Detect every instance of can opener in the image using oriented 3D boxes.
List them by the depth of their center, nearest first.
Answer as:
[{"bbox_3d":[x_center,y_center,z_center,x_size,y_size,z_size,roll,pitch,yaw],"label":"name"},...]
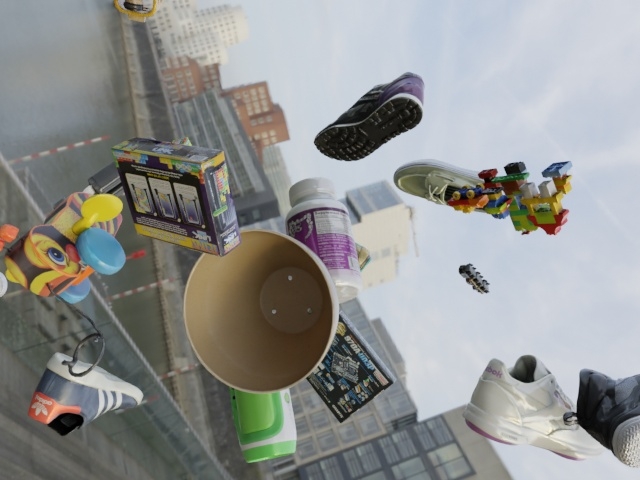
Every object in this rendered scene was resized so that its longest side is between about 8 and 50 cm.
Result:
[{"bbox_3d":[-0.432,-0.095,1.184,0.095,0.283,0.076,45,-16,16],"label":"can opener"}]

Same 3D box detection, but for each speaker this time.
[{"bbox_3d":[-0.134,0.329,1.272,0.131,0.131,0.297,96,-17,-67],"label":"speaker"}]

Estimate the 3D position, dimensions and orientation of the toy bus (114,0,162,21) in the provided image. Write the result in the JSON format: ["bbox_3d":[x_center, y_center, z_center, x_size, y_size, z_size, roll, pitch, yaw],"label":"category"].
[{"bbox_3d":[-0.392,-0.527,1.223,0.190,0.202,0.105,28,-59,30],"label":"toy bus"}]

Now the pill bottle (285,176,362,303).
[{"bbox_3d":[0.000,0.000,1.439,0.169,0.169,0.302,94,-13,-65],"label":"pill bottle"}]

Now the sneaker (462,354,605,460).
[{"bbox_3d":[0.394,0.285,0.981,0.114,0.304,0.152,14,-93,67],"label":"sneaker"}]

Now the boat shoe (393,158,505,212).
[{"bbox_3d":[0.324,-0.141,1.486,0.302,0.094,0.109,11,-53,27],"label":"boat shoe"}]

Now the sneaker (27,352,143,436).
[{"bbox_3d":[-0.518,0.355,1.257,0.148,0.131,0.350,-64,162,-18],"label":"sneaker"}]

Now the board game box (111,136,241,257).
[{"bbox_3d":[-0.198,-0.062,0.791,0.170,0.048,0.141,14,-52,29],"label":"board game box"}]

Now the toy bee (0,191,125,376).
[{"bbox_3d":[-0.344,0.009,0.759,0.162,0.195,0.298,45,-4,-36],"label":"toy bee"}]

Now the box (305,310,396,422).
[{"bbox_3d":[0.052,0.315,1.425,0.220,0.175,0.051,51,10,7],"label":"box"}]

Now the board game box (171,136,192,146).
[{"bbox_3d":[-0.334,-0.149,1.336,0.181,0.043,0.092,-81,155,-45],"label":"board game box"}]

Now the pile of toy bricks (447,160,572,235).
[{"bbox_3d":[0.316,-0.054,0.900,0.212,0.118,0.105,1,-59,59],"label":"pile of toy bricks"}]

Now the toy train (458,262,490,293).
[{"bbox_3d":[0.328,0.084,1.219,0.158,0.036,0.027,36,55,-52],"label":"toy train"}]

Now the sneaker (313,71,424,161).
[{"bbox_3d":[0.112,-0.272,1.261,0.107,0.283,0.124,42,47,-33],"label":"sneaker"}]

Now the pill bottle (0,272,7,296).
[{"bbox_3d":[-0.775,0.106,1.260,0.160,0.087,0.087,-8,81,-81],"label":"pill bottle"}]

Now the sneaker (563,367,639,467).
[{"bbox_3d":[0.512,0.235,0.911,0.153,0.268,0.101,18,-46,62],"label":"sneaker"}]

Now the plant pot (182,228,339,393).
[{"bbox_3d":[-0.086,0.121,1.072,0.191,0.283,0.284,-2,74,-74],"label":"plant pot"}]

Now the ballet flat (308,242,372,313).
[{"bbox_3d":[0.006,0.147,1.578,0.123,0.349,0.123,32,13,-8],"label":"ballet flat"}]
